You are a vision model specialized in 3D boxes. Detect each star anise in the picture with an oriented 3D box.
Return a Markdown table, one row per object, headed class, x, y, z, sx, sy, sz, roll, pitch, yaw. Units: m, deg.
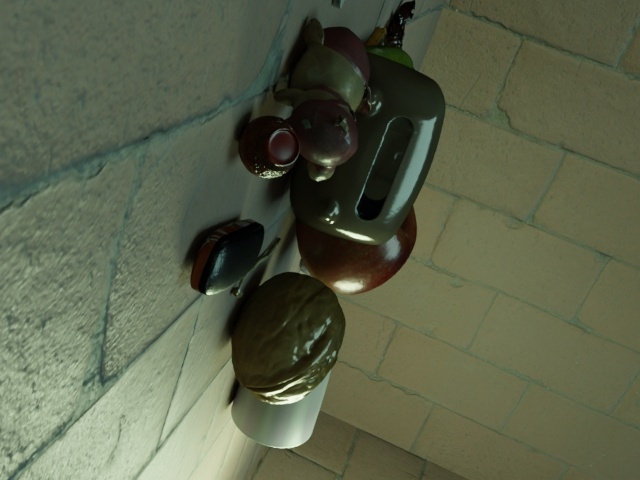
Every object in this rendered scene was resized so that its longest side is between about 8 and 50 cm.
| class | x | y | z | sx | sy | sz | roll | pitch | yaw |
| --- | --- | --- | --- | --- | --- | --- | --- | --- | --- |
| star anise | 0.222 | -0.602 | 2.126 | 0.212 | 0.053 | 0.157 | -60 | 170 | -53 |

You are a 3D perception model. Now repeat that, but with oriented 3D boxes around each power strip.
| class | x | y | z | sx | sy | sz | roll | pitch | yaw |
| --- | --- | --- | --- | --- | --- | --- | --- | --- | --- |
| power strip | 0.140 | -0.511 | 1.914 | 0.049 | 0.028 | 0.178 | 105 | 11 | -46 |

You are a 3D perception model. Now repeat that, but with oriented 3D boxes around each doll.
| class | x | y | z | sx | sy | sz | roll | pitch | yaw |
| --- | --- | --- | --- | --- | --- | --- | --- | --- | --- |
| doll | 0.008 | -0.248 | 1.292 | 0.196 | 0.152 | 0.256 | 74 | 28 | -64 |

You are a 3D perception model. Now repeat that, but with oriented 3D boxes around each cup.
| class | x | y | z | sx | sy | sz | roll | pitch | yaw |
| --- | --- | --- | --- | --- | --- | --- | --- | --- | --- |
| cup | -0.097 | 0.392 | 2.130 | 0.253 | 0.253 | 0.372 | -51 | 161 | -65 |

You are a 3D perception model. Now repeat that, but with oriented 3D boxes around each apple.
| class | x | y | z | sx | sy | sz | roll | pitch | yaw |
| --- | --- | --- | --- | --- | --- | --- | --- | --- | --- |
| apple | 0.100 | -0.034 | 1.925 | 0.348 | 0.276 | 0.349 | 36 | 48 | -53 |

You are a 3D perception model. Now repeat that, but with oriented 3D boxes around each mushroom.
| class | x | y | z | sx | sy | sz | roll | pitch | yaw |
| --- | --- | --- | --- | --- | --- | --- | --- | --- | --- |
| mushroom | -0.140 | 0.051 | 1.676 | 0.028 | 0.026 | 0.286 | -52 | -177 | 32 |

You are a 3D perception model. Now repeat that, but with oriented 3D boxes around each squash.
| class | x | y | z | sx | sy | sz | roll | pitch | yaw |
| --- | --- | --- | --- | --- | --- | --- | --- | --- | --- |
| squash | 0.172 | -0.447 | 1.856 | 0.341 | 0.094 | 0.095 | -16 | 131 | -57 |

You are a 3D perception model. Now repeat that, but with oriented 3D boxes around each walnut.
| class | x | y | z | sx | sy | sz | roll | pitch | yaw |
| --- | --- | --- | --- | --- | --- | --- | --- | --- | --- |
| walnut | -0.081 | 0.234 | 1.758 | 0.313 | 0.252 | 0.277 | -51 | 166 | -29 |

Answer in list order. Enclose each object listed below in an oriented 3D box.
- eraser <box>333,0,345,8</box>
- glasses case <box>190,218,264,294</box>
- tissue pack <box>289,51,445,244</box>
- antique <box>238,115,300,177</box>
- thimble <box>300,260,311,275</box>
| class | x | y | z | sx | sy | sz | roll | pitch | yaw |
| --- | --- | --- | --- | --- | --- | --- | --- | --- | --- |
| eraser | 0.038 | -0.466 | 1.348 | 0.038 | 0.019 | 0.083 | -63 | 171 | -18 |
| glasses case | -0.157 | 0.025 | 1.276 | 0.266 | 0.067 | 0.103 | -38 | 151 | -77 |
| tissue pack | 0.096 | -0.186 | 1.551 | 0.277 | 0.267 | 0.387 | -113 | -138 | -65 |
| antique | -0.083 | -0.148 | 1.167 | 0.104 | 0.104 | 0.104 | 23 | 90 | -83 |
| thimble | 0.002 | 0.049 | 2.384 | 0.150 | 0.097 | 0.150 | 24 | 90 | -84 |
